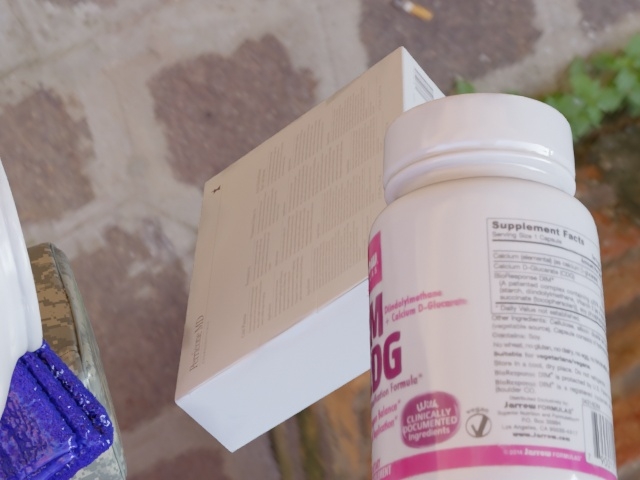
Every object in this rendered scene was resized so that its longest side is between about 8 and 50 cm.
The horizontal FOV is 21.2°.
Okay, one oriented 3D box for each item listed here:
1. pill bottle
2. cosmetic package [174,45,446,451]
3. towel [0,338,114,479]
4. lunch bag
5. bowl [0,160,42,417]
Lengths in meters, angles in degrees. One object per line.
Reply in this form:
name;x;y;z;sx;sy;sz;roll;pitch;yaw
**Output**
pill bottle;0.112;0.055;1.161;0.160;0.283;0.160;0;156;0
cosmetic package;0.000;0.000;1.727;0.284;0.377;0.097;-31;119;22
towel;-0.363;0.192;1.627;0.228;0.076;0.308;48;119;-2
lunch bag;-0.377;0.170;1.954;0.256;0.305;0.213;-17;127;-6
bowl;-0.251;0.015;1.034;0.134;0.298;0.298;-15;122;-16
